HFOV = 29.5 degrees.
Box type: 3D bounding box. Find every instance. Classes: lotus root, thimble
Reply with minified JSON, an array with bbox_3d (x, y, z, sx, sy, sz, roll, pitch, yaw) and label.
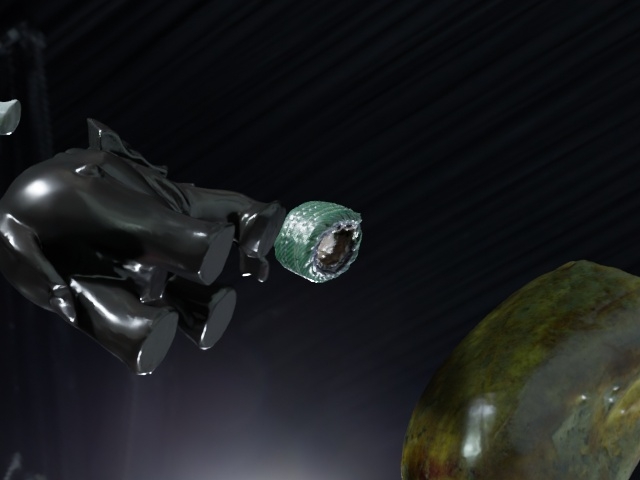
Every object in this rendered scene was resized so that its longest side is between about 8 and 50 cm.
[{"bbox_3d":[0.232,0.194,1.311,0.346,0.250,0.250,-42,-74,-30],"label":"lotus root"},{"bbox_3d":[-0.001,0.002,1.990,0.135,0.090,0.118,-25,-56,-37],"label":"thimble"}]

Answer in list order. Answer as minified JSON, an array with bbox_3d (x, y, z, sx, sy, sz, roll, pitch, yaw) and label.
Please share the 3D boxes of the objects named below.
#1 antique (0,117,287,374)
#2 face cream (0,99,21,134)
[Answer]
[{"bbox_3d":[-0.203,-0.007,1.286,0.255,0.185,0.322,23,-162,18],"label":"antique"},{"bbox_3d":[-0.461,-0.140,1.357,0.101,0.251,0.101,3,-90,-85],"label":"face cream"}]
